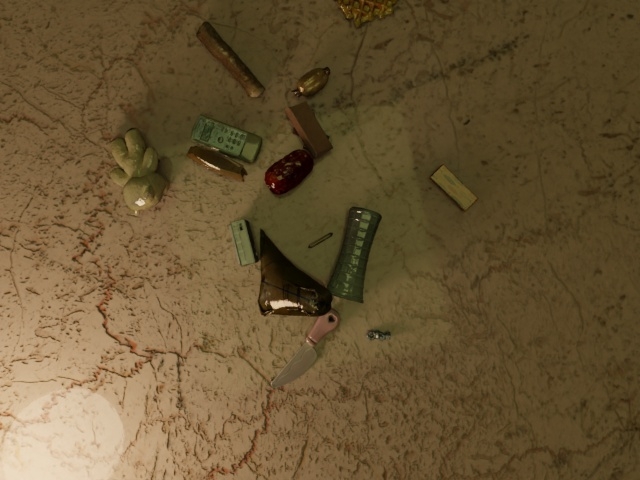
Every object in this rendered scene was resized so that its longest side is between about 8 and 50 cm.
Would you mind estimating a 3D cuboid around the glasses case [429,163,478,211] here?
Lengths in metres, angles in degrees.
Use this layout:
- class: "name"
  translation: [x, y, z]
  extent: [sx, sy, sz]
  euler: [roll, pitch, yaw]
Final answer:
- class: "glasses case"
  translation: [0.455, -0.179, 1.660]
  extent: [0.170, 0.041, 0.064]
  euler: [44, 99, -1]

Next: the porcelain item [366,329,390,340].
- class: "porcelain item"
  translation: [0.196, 0.323, 1.648]
  extent: [0.083, 0.028, 0.036]
  euler: [0, 92, -1]

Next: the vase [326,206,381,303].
- class: "vase"
  translation: [0.111, 0.045, 1.600]
  extent: [0.143, 0.143, 0.299]
  euler: [15, 86, -2]

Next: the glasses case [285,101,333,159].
- class: "glasses case"
  translation: [-0.035, -0.370, 1.641]
  extent: [0.102, 0.070, 0.193]
  euler: [-30, 88, -30]

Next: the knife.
- class: "knife"
  translation: [-0.044, 0.375, 1.643]
  extent: [0.081, 0.043, 0.336]
  euler: [36, 94, -7]

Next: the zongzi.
- class: "zongzi"
  translation: [-0.087, 0.098, 1.557]
  extent: [0.260, 0.123, 0.289]
  euler: [-4, 85, 32]

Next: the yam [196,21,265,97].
- class: "yam"
  translation: [-0.300, -0.601, 1.630]
  extent: [0.066, 0.066, 0.300]
  euler: [-43, 90, -2]

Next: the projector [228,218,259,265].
- class: "projector"
  translation: [-0.253, 0.008, 1.595]
  extent: [0.061, 0.115, 0.147]
  euler: [-14, 90, 0]

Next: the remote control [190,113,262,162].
- class: "remote control"
  translation: [-0.317, -0.342, 1.638]
  extent: [0.233, 0.038, 0.098]
  euler: [20, 88, -1]

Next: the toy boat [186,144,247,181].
- class: "toy boat"
  translation: [-0.343, -0.254, 1.618]
  extent: [0.206, 0.072, 0.064]
  euler: [25, 72, -12]

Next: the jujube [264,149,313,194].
- class: "jujube"
  translation: [-0.101, -0.226, 1.604]
  extent: [0.176, 0.112, 0.109]
  euler: [-37, 117, -9]

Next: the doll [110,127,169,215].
- class: "doll"
  translation: [-0.593, -0.231, 1.598]
  extent: [0.149, 0.175, 0.278]
  euler: [-14, 79, -40]

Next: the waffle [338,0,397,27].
- class: "waffle"
  translation: [0.158, -0.864, 1.659]
  extent: [0.237, 0.059, 0.243]
  euler: [-34, 93, -5]

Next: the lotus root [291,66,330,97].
- class: "lotus root"
  translation: [-0.031, -0.531, 1.638]
  extent: [0.150, 0.062, 0.073]
  euler: [-36, 113, -1]

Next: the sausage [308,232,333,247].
- class: "sausage"
  translation: [0.000, 0.000, 1.653]
  extent: [0.100, 0.015, 0.015]
  euler: [-31, 90, -2]
